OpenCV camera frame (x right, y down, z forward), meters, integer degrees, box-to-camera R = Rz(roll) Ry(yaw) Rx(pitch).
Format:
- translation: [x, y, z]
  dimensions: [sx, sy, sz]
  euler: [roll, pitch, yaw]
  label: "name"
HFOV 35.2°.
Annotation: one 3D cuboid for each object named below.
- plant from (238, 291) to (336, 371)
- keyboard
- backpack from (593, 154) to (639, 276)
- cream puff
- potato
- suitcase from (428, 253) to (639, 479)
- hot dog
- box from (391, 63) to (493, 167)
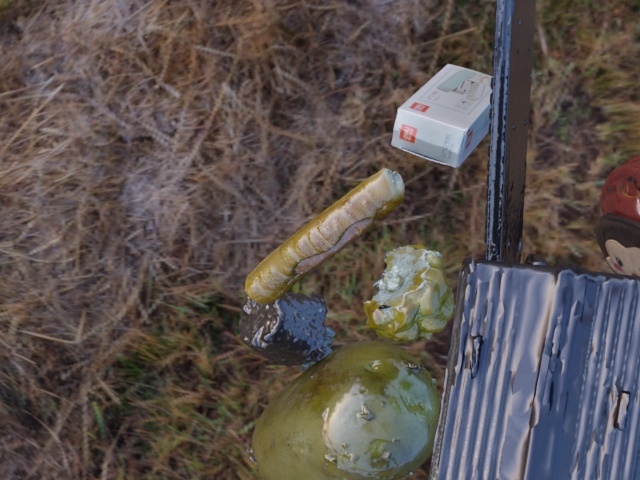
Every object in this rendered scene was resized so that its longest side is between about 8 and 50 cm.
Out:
- translation: [-0.052, 0.163, 1.859]
  dimensions: [0.194, 0.129, 0.132]
  euler: [29, 56, -47]
  label: "plant"
- translation: [0.168, -0.095, 0.898]
  dimensions: [0.101, 0.018, 0.310]
  euler: [-46, 140, -53]
  label: "keyboard"
- translation: [0.497, -0.024, 1.465]
  dimensions: [0.138, 0.229, 0.229]
  euler: [-27, 103, -18]
  label: "backpack"
- translation: [0.141, 0.087, 1.507]
  dimensions: [0.156, 0.121, 0.156]
  euler: [-23, 116, -59]
  label: "cream puff"
- translation: [0.035, 0.298, 1.661]
  dimensions: [0.269, 0.359, 0.219]
  euler: [-37, 95, -41]
  label: "potato"
- translation: [0.159, 0.180, 0.754]
  dimensions: [0.152, 0.229, 0.335]
  euler: [9, 90, 9]
  label: "suitcase"
- translation: [0.000, 0.000, 0.684]
  dimensions: [0.044, 0.137, 0.028]
  euler: [20, 39, -58]
  label: "hot dog"
- translation: [0.240, -0.229, 1.832]
  dimensions: [0.269, 0.135, 0.079]
  euler: [-45, 150, -51]
  label: "box"
